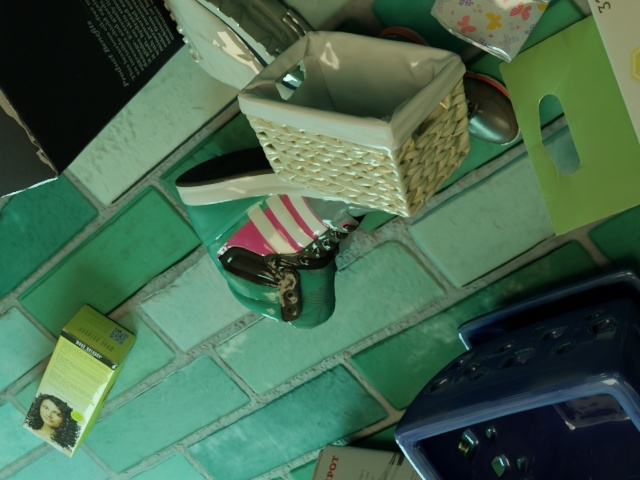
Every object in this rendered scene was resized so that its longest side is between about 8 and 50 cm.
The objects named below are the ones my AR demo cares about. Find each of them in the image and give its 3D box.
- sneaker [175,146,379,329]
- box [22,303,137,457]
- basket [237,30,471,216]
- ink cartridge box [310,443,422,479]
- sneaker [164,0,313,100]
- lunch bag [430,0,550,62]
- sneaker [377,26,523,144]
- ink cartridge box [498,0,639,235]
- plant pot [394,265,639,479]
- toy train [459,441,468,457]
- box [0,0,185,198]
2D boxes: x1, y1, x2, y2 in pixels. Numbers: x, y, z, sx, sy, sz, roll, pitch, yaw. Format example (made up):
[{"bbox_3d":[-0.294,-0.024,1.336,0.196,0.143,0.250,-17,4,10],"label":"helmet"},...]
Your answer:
[{"bbox_3d":[0.000,0.000,0.990,0.295,0.124,0.178,-2,117,35],"label":"sneaker"},{"bbox_3d":[-0.323,0.191,1.318,0.087,0.058,0.232,32,129,1],"label":"box"},{"bbox_3d":[0.034,-0.100,0.843,0.167,0.113,0.103,18,141,38],"label":"basket"},{"bbox_3d":[0.082,0.326,1.164,0.190,0.140,0.082,1,142,26],"label":"ink cartridge box"},{"bbox_3d":[-0.104,-0.212,0.924,0.235,0.090,0.095,48,138,-10],"label":"sneaker"},{"bbox_3d":[0.143,-0.203,0.833,0.083,0.053,0.071,24,132,-4],"label":"lunch bag"},{"bbox_3d":[0.108,-0.128,0.892,0.158,0.065,0.061,32,129,2],"label":"sneaker"},{"bbox_3d":[0.249,-0.117,0.783,0.235,0.056,0.171,-24,77,38],"label":"ink cartridge box"},{"bbox_3d":[0.247,0.172,0.942,0.236,0.212,0.236,-25,109,35],"label":"plant pot"},{"bbox_3d":[0.136,0.230,1.159,0.083,0.017,0.024,29,119,4],"label":"toy train"},{"bbox_3d":[-0.319,-0.160,0.907,0.296,0.294,0.183,-15,118,30],"label":"box"}]
